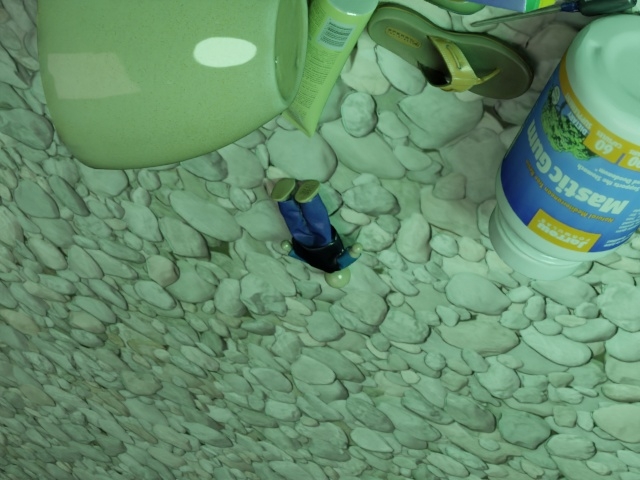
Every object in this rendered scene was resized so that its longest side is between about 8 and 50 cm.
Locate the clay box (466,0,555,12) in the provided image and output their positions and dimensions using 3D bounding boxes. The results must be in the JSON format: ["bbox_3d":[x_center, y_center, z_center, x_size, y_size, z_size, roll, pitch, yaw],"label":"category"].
[{"bbox_3d":[0.119,-0.289,0.715,0.127,0.053,0.222,22,123,35],"label":"clay box"}]

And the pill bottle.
[{"bbox_3d":[0.262,-0.074,0.963,0.152,0.152,0.272,25,144,3],"label":"pill bottle"}]

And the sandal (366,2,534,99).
[{"bbox_3d":[0.126,-0.183,1.000,0.180,0.049,0.072,24,145,5],"label":"sandal"}]

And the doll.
[{"bbox_3d":[0.000,0.000,1.320,0.129,0.046,0.189,6,140,29],"label":"doll"}]

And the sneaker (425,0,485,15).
[{"bbox_3d":[0.078,-0.267,0.907,0.192,0.064,0.086,40,-171,17],"label":"sneaker"}]

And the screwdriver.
[{"bbox_3d":[0.215,-0.219,0.928,0.170,0.024,0.025,5,110,39],"label":"screwdriver"}]

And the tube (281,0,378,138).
[{"bbox_3d":[-0.009,-0.199,1.067,0.062,0.070,0.240,-6,157,-23],"label":"tube"}]

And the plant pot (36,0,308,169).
[{"bbox_3d":[-0.119,-0.202,0.953,0.191,0.284,0.284,6,141,13],"label":"plant pot"}]
